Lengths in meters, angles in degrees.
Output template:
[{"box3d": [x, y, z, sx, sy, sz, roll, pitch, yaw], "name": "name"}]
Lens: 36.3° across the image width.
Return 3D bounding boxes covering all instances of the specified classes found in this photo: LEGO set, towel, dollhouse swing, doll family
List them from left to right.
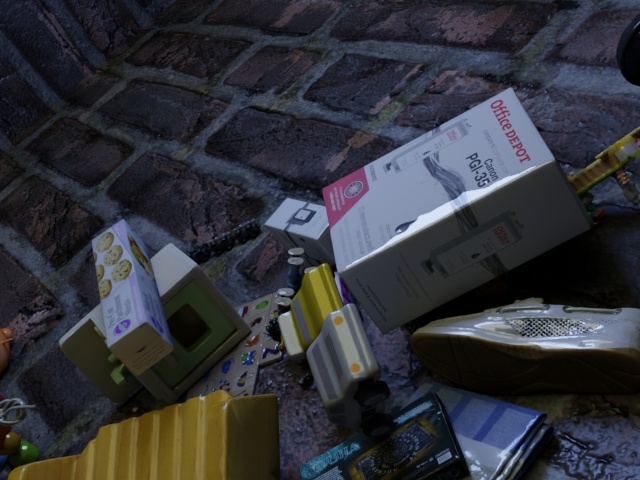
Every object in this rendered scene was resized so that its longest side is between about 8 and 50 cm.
[{"box3d": [-0.272, 0.298, 1.113, 0.347, 0.305, 0.315, -21, 53, 25], "name": "dollhouse swing"}, {"box3d": [-0.033, 0.101, 1.398, 0.076, 0.111, 0.193, 7, 41, 12], "name": "doll family"}, {"box3d": [0.104, 0.279, 1.062, 0.285, 0.034, 0.209, -48, 29, -23], "name": "towel"}, {"box3d": [0.400, -0.077, 1.231, 0.287, 0.107, 0.132, -35, -5, 10], "name": "LEGO set"}]

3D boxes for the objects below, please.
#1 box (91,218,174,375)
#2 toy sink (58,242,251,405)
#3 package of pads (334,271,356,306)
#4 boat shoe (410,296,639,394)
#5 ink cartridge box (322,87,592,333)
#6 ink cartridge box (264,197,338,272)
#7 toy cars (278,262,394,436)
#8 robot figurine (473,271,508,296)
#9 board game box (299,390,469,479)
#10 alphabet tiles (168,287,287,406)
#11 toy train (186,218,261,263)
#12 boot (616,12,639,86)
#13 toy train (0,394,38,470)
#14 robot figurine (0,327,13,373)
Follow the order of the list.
[{"box3d": [-0.273, 0.071, 1.391, 0.067, 0.063, 0.324, -36, 30, 3], "name": "box"}, {"box3d": [-0.250, 0.147, 1.477, 0.234, 0.152, 0.131, -41, 31, -11], "name": "toy sink"}, {"box3d": [0.028, 0.088, 1.391, 0.032, 0.050, 0.083, -28, 31, 13], "name": "package of pads"}, {"box3d": [0.238, 0.112, 1.103, 0.277, 0.098, 0.096, 0, 45, 33], "name": "boat shoe"}, {"box3d": [0.159, -0.042, 1.204, 0.283, 0.117, 0.207, -29, 31, 12], "name": "ink cartridge box"}, {"box3d": [0.000, 0.000, 1.485, 0.063, 0.109, 0.150, -50, 32, -17], "name": "ink cartridge box"}, {"box3d": [0.007, 0.130, 1.132, 0.087, 0.176, 0.393, -18, 11, -4], "name": "toy cars"}, {"box3d": [0.189, -0.025, 1.350, 0.211, 0.085, 0.291, -19, 34, 26], "name": "robot figurine"}, {"box3d": [0.065, 0.254, 1.081, 0.186, 0.026, 0.126, -31, 25, 9], "name": "board game box"}, {"box3d": [-0.136, 0.179, 1.474, 0.198, 0.009, 0.237, -22, 33, 23], "name": "alphabet tiles"}, {"box3d": [-0.173, 0.002, 1.747, 0.158, 0.027, 0.036, -25, 21, 19], "name": "toy train"}, {"box3d": [0.557, -0.240, 1.227, 0.348, 0.131, 0.260, -21, 33, 23], "name": "boot"}, {"box3d": [-0.495, 0.314, 1.533, 0.248, 0.143, 0.105, -12, 46, 28], "name": "toy train"}, {"box3d": [-0.684, 0.217, 1.868, 0.219, 0.158, 0.128, -8, 68, 39], "name": "robot figurine"}]
